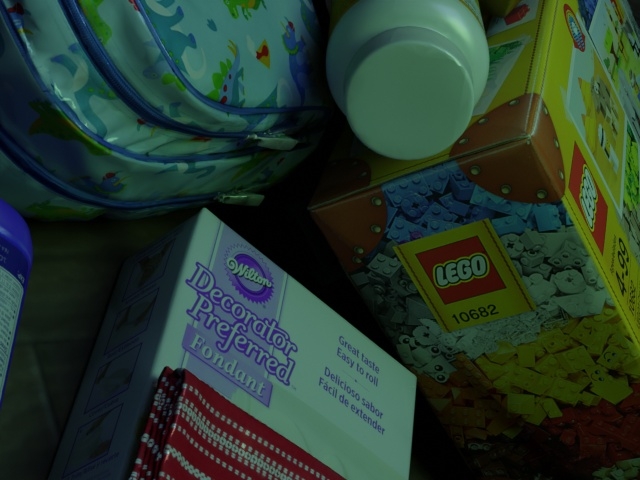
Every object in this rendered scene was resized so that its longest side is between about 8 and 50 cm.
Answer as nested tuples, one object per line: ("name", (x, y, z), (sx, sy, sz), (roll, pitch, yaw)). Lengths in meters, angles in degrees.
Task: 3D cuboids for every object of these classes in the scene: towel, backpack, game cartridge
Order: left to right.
("backpack", (-0.133, -0.151, 0.849), (0.356, 0.273, 0.290), (-19, 90, -45))
("towel", (-0.040, 0.222, 0.659), (0.199, 0.031, 0.274), (39, 38, -27))
("game cartridge", (0.000, 0.000, 1.083), (0.056, 0.017, 0.083), (-17, 77, -53))

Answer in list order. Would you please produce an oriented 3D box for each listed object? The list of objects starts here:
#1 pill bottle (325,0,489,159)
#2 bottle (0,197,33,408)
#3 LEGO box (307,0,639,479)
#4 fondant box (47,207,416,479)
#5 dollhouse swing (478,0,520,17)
("pill bottle", (0.063, -0.144, 0.861), (0.117, 0.117, 0.208), (43, 23, -21))
("bottle", (-0.233, 0.089, 0.629), (0.118, 0.092, 0.282), (30, 42, -31))
("LEGO box", (0.209, -0.054, 1.106), (0.372, 0.193, 0.500), (58, 31, -26))
("fondant box", (-0.055, 0.171, 0.795), (0.238, 0.096, 0.330), (40, 36, -25))
("dollhouse swing", (0.083, -0.411, 0.981), (0.305, 0.315, 0.347), (34, -4, -34))
